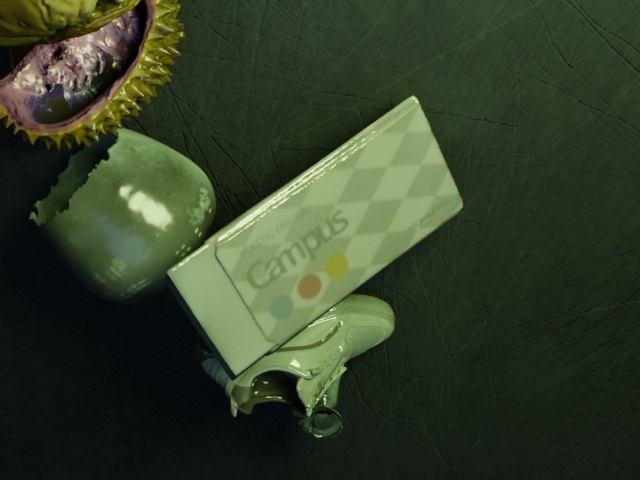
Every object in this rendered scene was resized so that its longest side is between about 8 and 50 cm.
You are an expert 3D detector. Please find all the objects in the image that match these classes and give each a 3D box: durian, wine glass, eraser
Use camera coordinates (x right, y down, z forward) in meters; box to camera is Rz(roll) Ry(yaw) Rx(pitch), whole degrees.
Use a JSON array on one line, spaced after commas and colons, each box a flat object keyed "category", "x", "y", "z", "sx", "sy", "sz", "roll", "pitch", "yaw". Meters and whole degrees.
[{"category": "durian", "x": -0.257, "y": -0.207, "z": 1.103, "sx": 0.154, "sy": 0.186, "sz": 0.260, "roll": 44, "pitch": 98, "yaw": 8}, {"category": "wine glass", "x": -0.221, "y": 0.004, "z": 1.246, "sx": 0.238, "sy": 0.238, "sz": 0.323, "roll": -36, "pitch": 116, "yaw": 24}, {"category": "wine glass", "x": 0.004, "y": 0.240, "z": 1.445, "sx": 0.072, "sy": 0.155, "sz": 0.072, "roll": 1, "pitch": 126, "yaw": 1}, {"category": "eraser", "x": 0.001, "y": 0.000, "z": 1.180, "sx": 0.397, "sy": 0.082, "sz": 0.213, "roll": -36, "pitch": 115, "yaw": -16}]

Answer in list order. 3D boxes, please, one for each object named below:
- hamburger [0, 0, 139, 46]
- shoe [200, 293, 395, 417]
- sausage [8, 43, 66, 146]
[{"category": "hamburger", "x": -0.300, "y": -0.352, "z": 0.920, "sx": 0.318, "sy": 0.158, "sz": 0.319, "roll": 5, "pitch": 99, "yaw": 35}, {"category": "shoe", "x": -0.018, "y": 0.191, "z": 1.361, "sx": 0.316, "sy": 0.159, "sz": 0.124, "roll": -12, "pitch": 142, "yaw": -12}, {"category": "sausage", "x": -0.344, "y": -0.245, "z": 1.145, "sx": 0.109, "sy": 0.109, "sz": 0.270, "roll": 8, "pitch": 124, "yaw": -3}]
